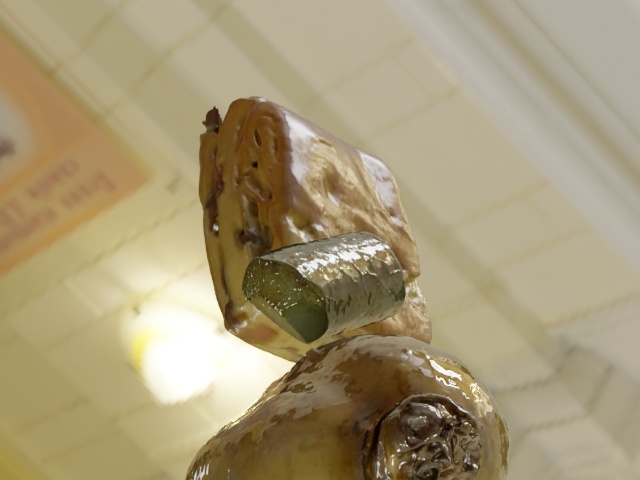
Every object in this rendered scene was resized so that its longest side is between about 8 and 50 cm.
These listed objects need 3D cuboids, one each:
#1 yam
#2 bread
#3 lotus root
[{"bbox_3d":[0.002,0.033,1.184,0.070,0.070,0.146,-35,169,33],"label":"yam"},{"bbox_3d":[0.000,0.000,1.450,0.099,0.210,0.235,-35,-133,26],"label":"bread"},{"bbox_3d":[0.020,0.141,1.042,0.169,0.151,0.343,-44,-176,-24],"label":"lotus root"}]
